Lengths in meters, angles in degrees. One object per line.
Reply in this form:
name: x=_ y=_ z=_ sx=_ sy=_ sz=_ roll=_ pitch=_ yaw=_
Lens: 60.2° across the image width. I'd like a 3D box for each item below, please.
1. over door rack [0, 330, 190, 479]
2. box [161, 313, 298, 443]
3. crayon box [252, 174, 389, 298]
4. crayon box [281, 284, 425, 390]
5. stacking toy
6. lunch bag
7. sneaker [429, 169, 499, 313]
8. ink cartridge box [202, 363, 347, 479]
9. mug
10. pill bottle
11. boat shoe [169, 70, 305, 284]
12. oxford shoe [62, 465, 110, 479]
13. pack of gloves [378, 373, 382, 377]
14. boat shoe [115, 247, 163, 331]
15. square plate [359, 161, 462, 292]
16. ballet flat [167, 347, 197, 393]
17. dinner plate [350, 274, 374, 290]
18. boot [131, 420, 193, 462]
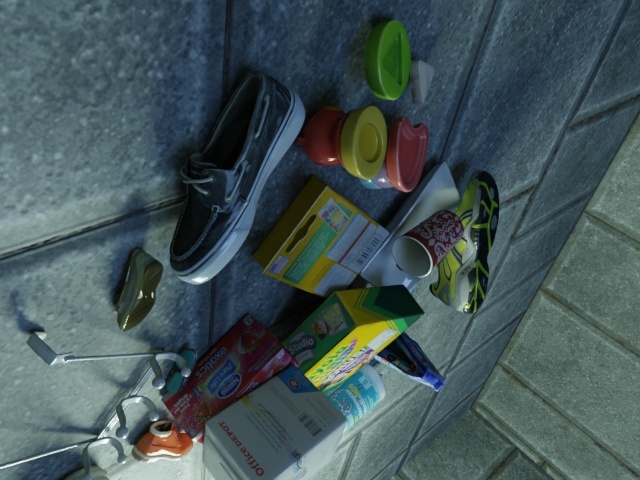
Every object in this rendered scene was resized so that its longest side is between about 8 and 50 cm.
over door rack: x=-0.387 y=0.293 z=0.926 sx=0.239 sy=0.108 sz=0.324 roll=-53 pitch=149 yaw=4
box: x=-0.187 y=0.300 z=1.177 sx=0.257 sy=0.123 sz=0.128 roll=-44 pitch=150 yaw=-10
crayon box: x=0.000 y=0.000 z=1.134 sx=0.203 sy=0.083 sz=0.323 roll=-53 pitch=150 yaw=5
crayon box: x=0.037 y=0.262 z=1.359 sx=0.363 sy=0.106 sz=0.313 roll=-47 pitch=154 yaw=26
stacking toy: x=0.092 y=-0.236 z=1.026 sx=0.309 sy=0.131 sz=0.279 roll=13 pitch=87 yaw=-59
lunch bag: x=0.225 y=0.325 z=1.572 sx=0.138 sy=0.293 sz=0.221 roll=-49 pitch=150 yaw=-2
sneaker: x=0.378 y=0.000 z=1.485 sx=0.145 sy=0.147 sz=0.384 roll=0 pitch=102 yaw=-52
ink cartridge box: x=-0.097 y=0.410 z=1.123 sx=0.233 sy=0.171 sz=0.168 roll=-25 pitch=144 yaw=-36
mug: x=0.257 y=0.001 z=1.366 sx=0.169 sy=0.150 sz=0.113 roll=-36 pitch=108 yaw=-36
pill bottle: x=0.064 y=0.497 z=1.694 sx=0.264 sy=0.146 sz=0.146 roll=-33 pitch=145 yaw=-27
boat shoe: x=-0.152 y=-0.098 z=0.823 sx=0.119 sy=0.121 sz=0.335 roll=27 pitch=90 yaw=-51
oxford shoe: x=-0.508 y=0.658 z=1.148 sx=0.169 sy=0.130 sz=0.449 roll=-12 pitch=134 yaw=-48
pack of gloves: x=0.106 y=0.536 z=1.913 sx=0.232 sy=0.046 sz=0.195 roll=-23 pitch=152 yaw=-33
boat shoe: x=-0.297 y=0.082 z=0.885 sx=0.056 sy=0.048 sz=0.153 roll=-28 pitch=152 yaw=-53
square plate: x=0.248 y=-0.006 z=1.467 sx=0.344 sy=0.049 sz=0.347 roll=-54 pitch=150 yaw=-3
ballet flat: x=-0.274 y=0.255 z=1.108 sx=0.041 sy=0.041 sz=0.114 roll=3 pitch=121 yaw=-54
dinner plate: x=0.135 y=0.099 z=1.484 sx=0.141 sy=0.017 sz=0.141 roll=-34 pitch=146 yaw=-28
boot: x=-0.326 y=0.433 z=1.209 sx=0.158 sy=0.059 sz=0.084 roll=21 pitch=101 yaw=-57
